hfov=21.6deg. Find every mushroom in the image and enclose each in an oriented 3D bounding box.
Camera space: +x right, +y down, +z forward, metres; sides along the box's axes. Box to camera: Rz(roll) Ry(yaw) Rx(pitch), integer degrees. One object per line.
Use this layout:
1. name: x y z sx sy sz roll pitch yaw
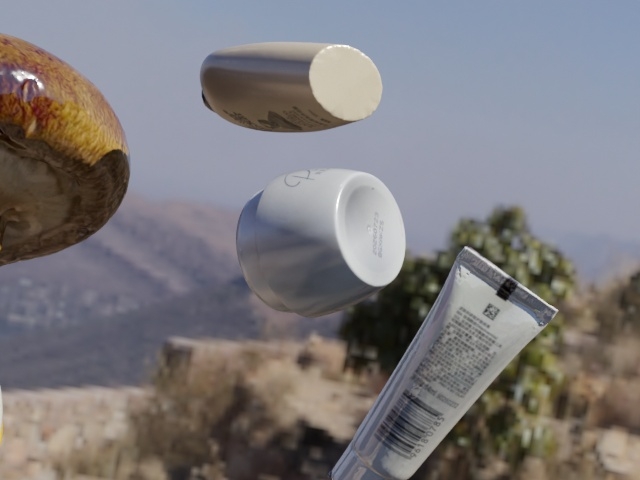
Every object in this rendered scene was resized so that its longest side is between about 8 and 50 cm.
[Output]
1. mushroom: -0.379 -0.088 1.736 0.345 0.345 0.239 9 32 -49

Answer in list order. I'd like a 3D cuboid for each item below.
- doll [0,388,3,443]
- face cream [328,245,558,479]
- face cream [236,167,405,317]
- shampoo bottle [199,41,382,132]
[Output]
1. doll: -0.469 0.194 1.852 0.213 0.213 0.236 11 18 16
2. face cream: 0.091 0.124 1.400 0.092 0.243 0.058 35 21 1
3. face cream: 0.000 0.000 1.320 0.104 0.117 0.117 -14 -14 37
4. shampoo bottle: -0.042 -0.147 1.616 0.127 0.078 0.257 25 -9 -28
